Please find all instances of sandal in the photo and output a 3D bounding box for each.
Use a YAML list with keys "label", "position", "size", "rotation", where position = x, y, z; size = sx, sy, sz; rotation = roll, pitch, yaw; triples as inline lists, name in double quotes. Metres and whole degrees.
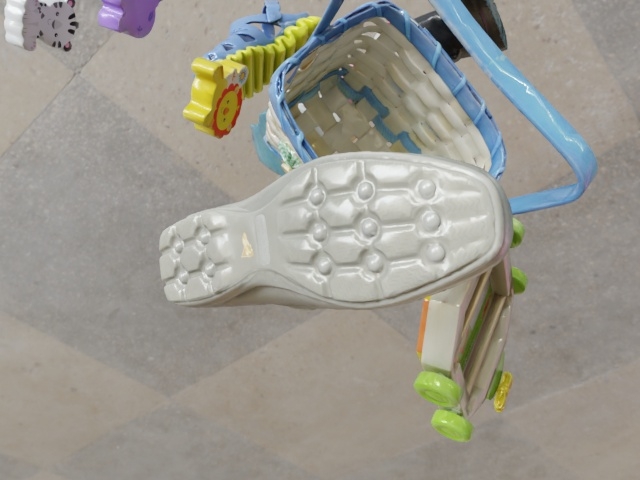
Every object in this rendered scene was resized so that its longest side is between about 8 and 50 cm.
- label: "sandal"
  position: [-0.134, -0.384, 1.120]
  size: [0.138, 0.317, 0.126]
  rotation: [42, 144, 12]

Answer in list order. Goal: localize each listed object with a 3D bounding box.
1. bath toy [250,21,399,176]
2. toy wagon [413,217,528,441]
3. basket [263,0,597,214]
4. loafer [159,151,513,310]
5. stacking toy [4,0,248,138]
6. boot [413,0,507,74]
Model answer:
- label: "bath toy"
  position: [0.044, -0.240, 0.913]
  size: [0.151, 0.348, 0.129]
  rotation: [29, 146, 31]
- label: "toy wagon"
  position: [0.219, 0.140, 0.790]
  size: [0.068, 0.267, 0.344]
  rotation: [13, 148, 31]
- label: "basket"
  position: [0.080, -0.107, 0.538]
  size: [0.254, 0.201, 0.289]
  rotation: [48, 154, -6]
- label: "loafer"
  position: [0.000, 0.000, 0.442]
  size: [0.320, 0.111, 0.112]
  rotation: [-6, 178, 41]
- label: "stacking toy"
  position: [-0.108, -0.195, 0.350]
  size: [0.167, 0.052, 0.221]
  rotation: [25, 116, 13]
- label: "boot"
  position: [0.205, -0.396, 1.015]
  size: [0.207, 0.094, 0.246]
  rotation: [-13, 149, 27]
